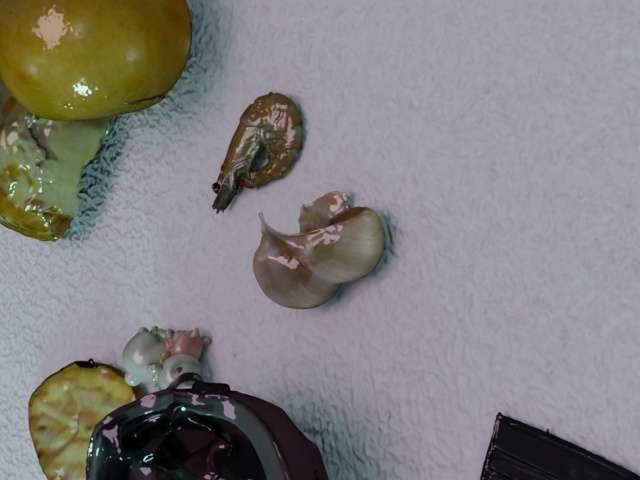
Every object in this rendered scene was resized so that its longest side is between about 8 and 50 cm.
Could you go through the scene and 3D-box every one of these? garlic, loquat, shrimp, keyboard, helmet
[{"bbox_3d":[-0.002,0.010,1.785,0.174,0.099,0.124,-23,83,38],"label":"garlic"},{"bbox_3d":[-0.295,-0.269,1.985,0.263,0.263,0.263,-8,78,42],"label":"loquat"},{"bbox_3d":[-0.081,-0.103,1.920,0.099,0.041,0.180,45,113,22],"label":"shrimp"},{"bbox_3d":[0.265,0.253,1.545,0.250,0.017,0.087,22,100,44],"label":"keyboard"},{"bbox_3d":[-0.107,0.296,1.767,0.338,0.197,0.271,-13,83,35],"label":"helmet"}]

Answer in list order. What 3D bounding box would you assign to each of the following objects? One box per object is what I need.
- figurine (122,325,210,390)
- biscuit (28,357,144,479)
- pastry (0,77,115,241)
[{"bbox_3d":[-0.187,0.155,1.942,0.146,0.081,0.098,16,94,44],"label":"figurine"},{"bbox_3d":[-0.321,0.259,2.086,0.260,0.041,0.203,16,98,44],"label":"biscuit"},{"bbox_3d":[-0.428,-0.131,2.157,0.256,0.170,0.237,27,99,48],"label":"pastry"}]
